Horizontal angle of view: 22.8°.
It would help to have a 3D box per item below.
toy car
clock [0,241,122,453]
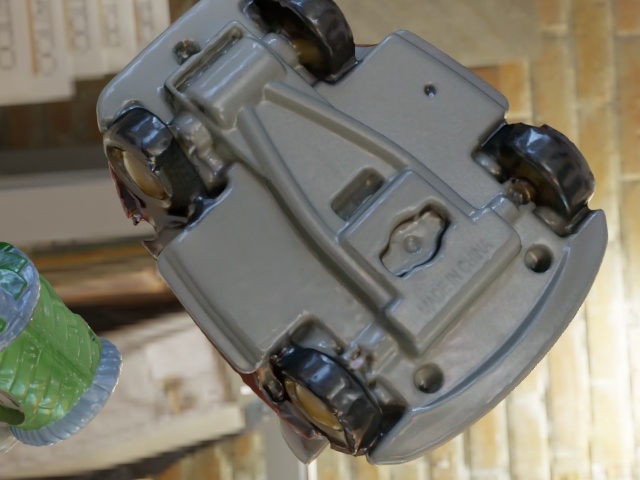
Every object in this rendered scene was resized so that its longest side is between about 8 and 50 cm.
[{"bbox_3d":[0.000,0.000,0.470,0.112,0.139,0.112,-44,173,-20],"label":"toy car"},{"bbox_3d":[-0.246,0.046,1.029,0.195,0.194,0.100,44,60,-27],"label":"clock"}]
